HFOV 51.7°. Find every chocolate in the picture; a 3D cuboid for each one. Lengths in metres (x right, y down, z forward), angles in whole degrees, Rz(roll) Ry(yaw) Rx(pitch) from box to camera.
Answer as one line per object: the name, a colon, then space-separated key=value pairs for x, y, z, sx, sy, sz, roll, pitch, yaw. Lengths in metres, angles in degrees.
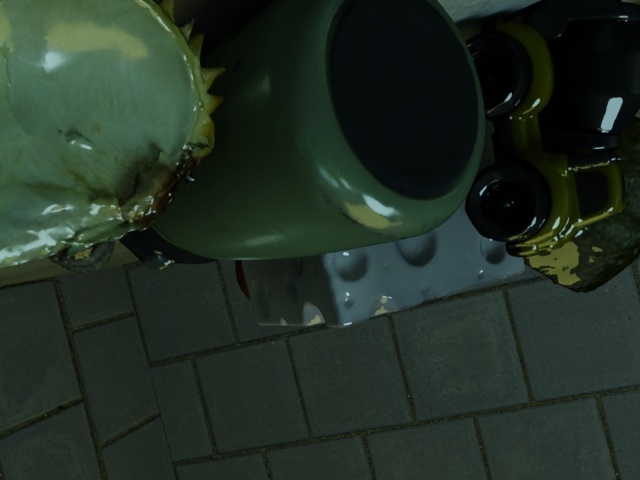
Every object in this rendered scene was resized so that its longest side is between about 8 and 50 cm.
chocolate: x=-0.374 y=-0.002 z=1.026 sx=0.110 sy=0.110 sz=0.248 roll=-14 pitch=180 yaw=-14

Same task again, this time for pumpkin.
pumpkin: x=0.319 y=-0.078 z=0.864 sx=0.303 sy=0.256 sz=0.226 roll=1 pitch=124 yaw=-46

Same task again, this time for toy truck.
toy truck: x=0.216 y=-0.101 z=0.602 sx=0.165 sy=0.225 sz=0.147 roll=-7 pitch=-178 yaw=27

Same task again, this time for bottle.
bottle: x=-0.055 y=-0.064 z=0.504 sx=0.168 sy=0.169 sz=0.347 roll=-14 pitch=-178 yaw=-39

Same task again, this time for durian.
durian: x=-0.163 y=-0.048 z=0.296 sx=0.144 sy=0.139 sz=0.252 roll=-9 pitch=-173 yaw=44

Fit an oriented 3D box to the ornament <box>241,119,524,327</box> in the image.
ornament: x=0.045 y=-0.044 z=0.764 sx=0.239 sy=0.240 sz=0.239 roll=-14 pitch=180 yaw=-26

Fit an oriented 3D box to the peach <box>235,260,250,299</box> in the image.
peach: x=0.000 y=-0.002 z=1.262 sx=0.372 sy=0.290 sz=0.372 roll=-16 pitch=175 yaw=-1
